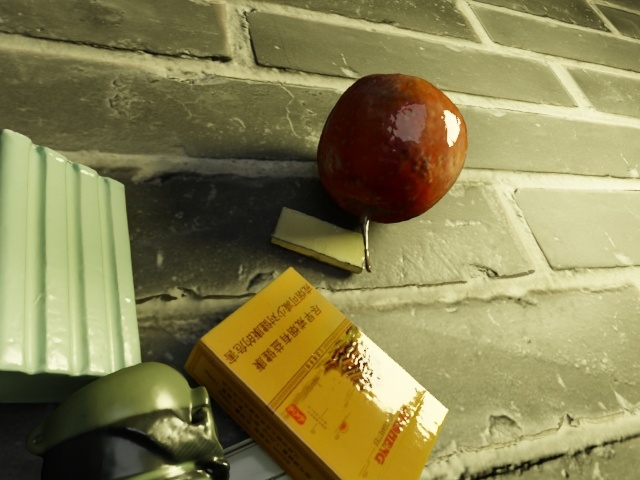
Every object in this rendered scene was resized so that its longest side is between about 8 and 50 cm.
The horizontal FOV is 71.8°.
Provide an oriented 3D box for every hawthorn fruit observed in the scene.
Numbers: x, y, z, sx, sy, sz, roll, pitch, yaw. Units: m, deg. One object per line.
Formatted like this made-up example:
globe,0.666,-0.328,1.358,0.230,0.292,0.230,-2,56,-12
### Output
hawthorn fruit,0.098,-0.143,0.702,0.263,0.231,0.235,-24,44,-35

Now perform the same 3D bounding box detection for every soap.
soap,-0.292,0.030,0.477,0.160,0.088,0.265,34,33,-57

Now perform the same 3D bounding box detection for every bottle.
bottle,-0.145,0.276,0.358,0.168,0.168,0.347,-6,62,-25

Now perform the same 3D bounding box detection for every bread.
bread,0.000,0.000,0.694,0.154,0.028,0.068,19,53,-7

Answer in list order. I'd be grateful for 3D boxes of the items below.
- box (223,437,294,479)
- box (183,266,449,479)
box,-0.056,0.312,0.460,0.109,0.029,0.198,-13,64,-28
box,0.001,0.178,0.524,0.274,0.076,0.174,42,42,9
